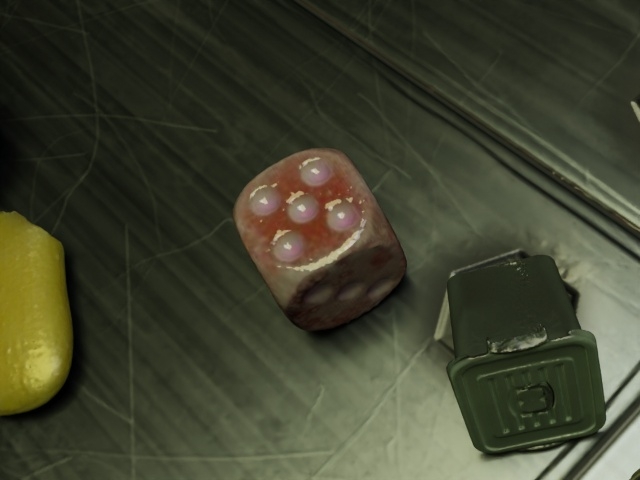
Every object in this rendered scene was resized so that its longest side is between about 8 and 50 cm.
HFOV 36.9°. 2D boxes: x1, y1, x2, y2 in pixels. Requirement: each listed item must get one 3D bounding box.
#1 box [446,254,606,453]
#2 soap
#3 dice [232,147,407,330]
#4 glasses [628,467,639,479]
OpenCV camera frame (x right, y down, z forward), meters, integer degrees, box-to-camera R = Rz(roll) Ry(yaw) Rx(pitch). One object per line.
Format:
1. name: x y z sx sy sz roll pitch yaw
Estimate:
1. box: 0.119 0.068 0.575 0.084 0.122 0.069 -14 49 8
2. soap: -0.230 0.052 0.735 0.089 0.033 0.168 -12 61 9
3. dice: 0.000 0.000 0.656 0.091 0.093 0.094 -29 59 1
4. glasses: 0.216 0.222 0.477 0.220 0.088 0.189 31 72 26
